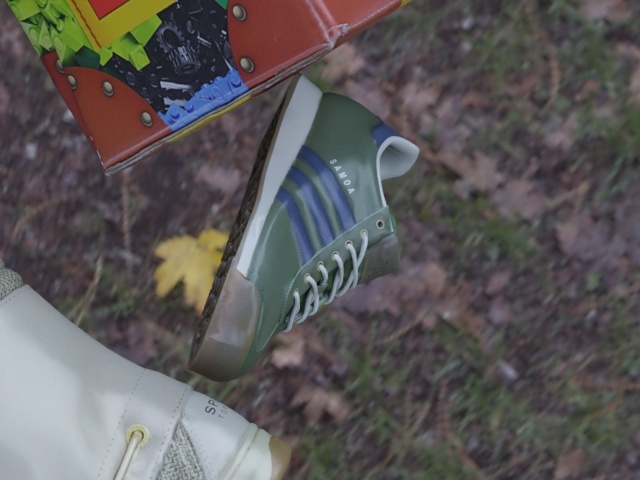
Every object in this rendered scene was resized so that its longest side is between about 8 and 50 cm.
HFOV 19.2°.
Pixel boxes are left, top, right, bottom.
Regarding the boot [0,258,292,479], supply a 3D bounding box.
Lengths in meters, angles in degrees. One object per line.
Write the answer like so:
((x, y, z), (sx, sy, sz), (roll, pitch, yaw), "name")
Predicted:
((-0.161, 0.142, 0.819), (0.203, 0.095, 0.262), (35, 72, 1), "boot")

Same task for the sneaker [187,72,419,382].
((0.000, 0.000, 0.950), (0.086, 0.064, 0.192), (23, 50, -7), "sneaker")

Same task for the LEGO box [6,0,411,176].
((-0.003, -0.318, 1.044), (0.500, 0.193, 0.372), (-37, 99, -44), "LEGO box")
